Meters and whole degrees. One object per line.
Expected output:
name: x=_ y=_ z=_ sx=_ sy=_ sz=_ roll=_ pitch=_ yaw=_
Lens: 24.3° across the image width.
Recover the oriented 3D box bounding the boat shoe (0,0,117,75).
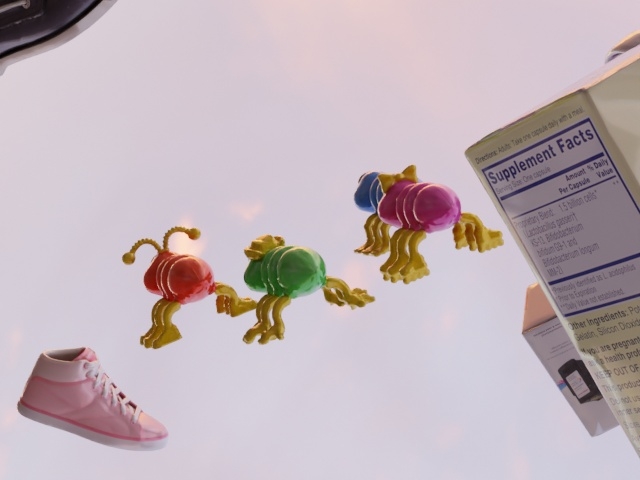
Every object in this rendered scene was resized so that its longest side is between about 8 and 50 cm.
boat shoe: x=-0.165 y=-0.145 z=0.817 sx=0.206 sy=0.065 sz=0.075 roll=-23 pitch=-139 yaw=39

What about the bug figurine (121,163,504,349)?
bug figurine: x=0.000 y=0.000 z=1.096 sx=0.279 sy=0.072 sz=0.216 roll=-22 pitch=-167 yaw=-25

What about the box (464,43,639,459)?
box: x=0.237 y=-0.003 z=0.795 sx=0.213 sy=0.243 sz=0.117 roll=-31 pitch=-177 yaw=-28

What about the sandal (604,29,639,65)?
sandal: x=0.269 y=-0.005 z=1.276 sx=0.102 sy=0.416 sz=0.169 roll=-29 pitch=-135 yaw=-13

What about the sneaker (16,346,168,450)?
sneaker: x=-0.189 y=0.134 z=1.284 sx=0.051 sy=0.134 sz=0.070 roll=-95 pitch=-157 yaw=-79

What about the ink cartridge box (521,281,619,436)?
ink cartridge box: x=0.331 y=0.139 z=1.880 sx=0.072 sy=0.175 sz=0.127 roll=-29 pitch=-162 yaw=22
